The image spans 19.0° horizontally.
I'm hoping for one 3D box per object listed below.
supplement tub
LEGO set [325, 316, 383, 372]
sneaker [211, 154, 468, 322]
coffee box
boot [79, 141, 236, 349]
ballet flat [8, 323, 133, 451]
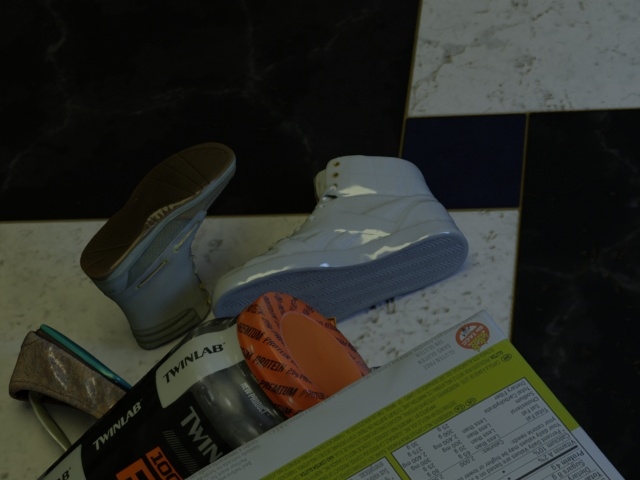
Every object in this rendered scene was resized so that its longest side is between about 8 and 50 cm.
[{"bbox_3d":[-0.112,0.217,1.834,0.338,0.207,0.207,-44,46,20],"label":"supplement tub"},{"bbox_3d":[-0.039,0.127,2.068,0.227,0.093,0.087,-5,81,4],"label":"LEGO set"},{"bbox_3d":[0.000,0.000,2.150,0.292,0.108,0.169,-16,46,-12],"label":"sneaker"},{"bbox_3d":[0.106,0.342,1.675,0.338,0.338,0.334,-29,50,-12],"label":"coffee box"},{"bbox_3d":[-0.156,0.007,2.134,0.213,0.165,0.077,-46,49,-16],"label":"boot"},{"bbox_3d":[-0.217,0.199,2.048,0.316,0.107,0.106,27,81,37],"label":"ballet flat"}]
